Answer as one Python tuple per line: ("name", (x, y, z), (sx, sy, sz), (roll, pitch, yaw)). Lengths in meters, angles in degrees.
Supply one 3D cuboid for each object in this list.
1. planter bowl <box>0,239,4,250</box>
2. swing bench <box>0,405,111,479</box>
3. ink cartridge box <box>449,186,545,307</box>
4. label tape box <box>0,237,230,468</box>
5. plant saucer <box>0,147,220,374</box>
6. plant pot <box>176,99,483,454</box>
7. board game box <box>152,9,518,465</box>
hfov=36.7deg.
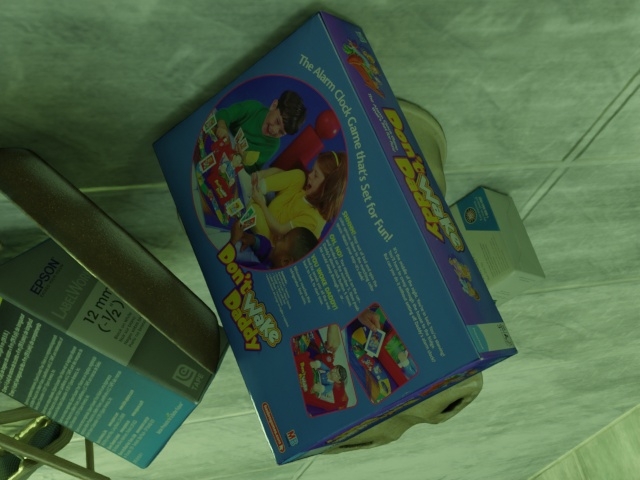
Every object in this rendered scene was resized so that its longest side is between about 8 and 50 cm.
("planter bowl", (-0.379, 0.003, 0.930), (0.109, 0.162, 0.162), (-41, 156, -12))
("swing bench", (-0.496, 0.339, 1.475), (0.254, 0.165, 0.253), (17, 139, -40))
("ink cartridge box", (0.179, 0.045, 1.338), (0.078, 0.134, 0.231), (12, 142, -45))
("label tape box", (-0.308, 0.115, 1.155), (0.347, 0.115, 0.249), (32, 142, -6))
("plant saucer", (-0.204, 0.011, 0.925), (0.050, 0.310, 0.310), (-48, 154, -8))
("plant pot", (0.033, 0.060, 1.089), (0.333, 0.306, 0.334), (-14, 153, -7))
("board game box", (0.000, 0.000, 0.902), (0.233, 0.347, 0.078), (-32, 161, 28))
